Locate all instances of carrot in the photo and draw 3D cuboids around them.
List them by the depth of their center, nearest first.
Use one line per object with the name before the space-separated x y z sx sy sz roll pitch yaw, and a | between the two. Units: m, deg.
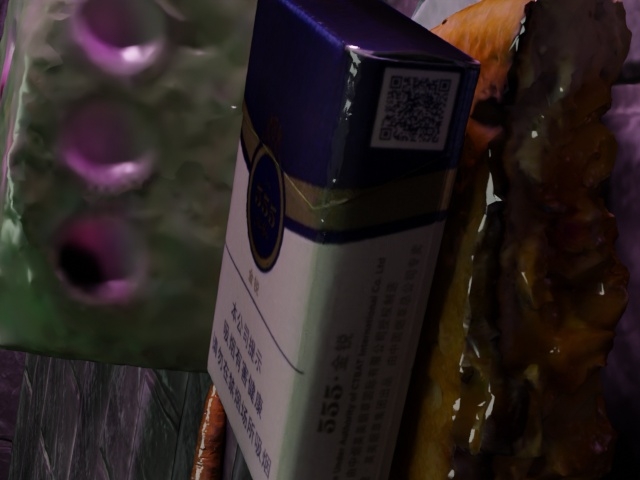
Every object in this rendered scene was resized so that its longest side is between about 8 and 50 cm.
carrot | -0.127 0.231 1.205 0.036 0.036 0.165 170 108 -68

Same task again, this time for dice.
dice | -0.121 -0.054 0.898 0.330 0.318 0.322 172 104 -69

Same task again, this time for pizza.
pizza | 0.078 0.037 0.597 0.408 0.114 0.277 103 151 -42

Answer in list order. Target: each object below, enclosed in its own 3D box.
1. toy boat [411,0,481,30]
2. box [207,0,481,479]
toy boat | 0.109 -0.109 0.690 0.207 0.079 0.134 120 144 -63
box | 0.000 0.000 0.561 0.168 0.071 0.259 -126 40 -59
